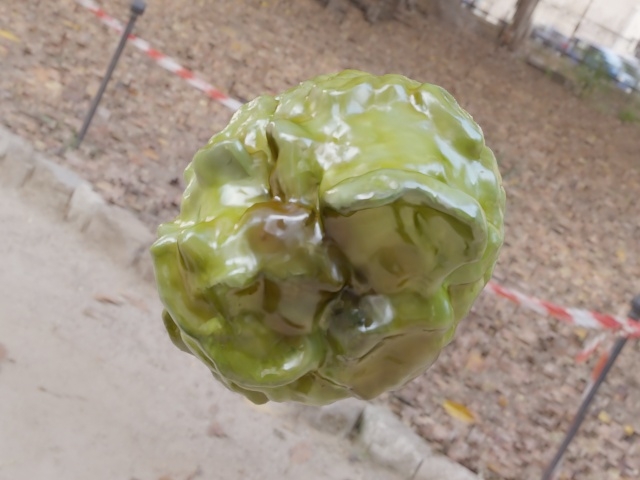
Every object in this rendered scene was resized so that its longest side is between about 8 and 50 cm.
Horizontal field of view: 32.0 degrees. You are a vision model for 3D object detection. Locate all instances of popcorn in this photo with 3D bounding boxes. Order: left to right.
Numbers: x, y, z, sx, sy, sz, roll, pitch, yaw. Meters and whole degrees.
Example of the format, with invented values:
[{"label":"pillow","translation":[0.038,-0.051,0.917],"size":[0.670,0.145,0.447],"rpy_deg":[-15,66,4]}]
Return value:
[{"label":"popcorn","translation":[0.002,0.003,0.676],"size":[0.181,0.235,0.217],"rpy_deg":[57,1,-21]}]
